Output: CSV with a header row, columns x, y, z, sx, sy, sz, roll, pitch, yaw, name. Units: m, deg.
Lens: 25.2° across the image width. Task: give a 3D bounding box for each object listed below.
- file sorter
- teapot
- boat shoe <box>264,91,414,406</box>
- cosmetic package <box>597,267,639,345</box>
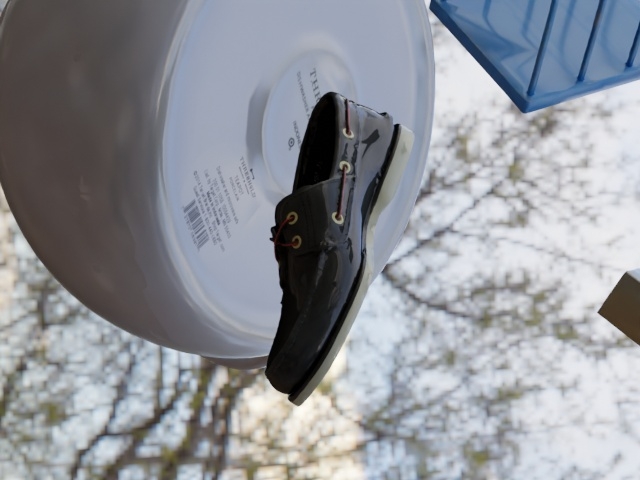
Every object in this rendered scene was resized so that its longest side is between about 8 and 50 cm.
x,y,z,sx,sy,sz,roll,pitch,yaw,name
0.179,-0.176,0.927,0.118,0.170,0.104,54,-28,36,file sorter
-0.074,-0.066,0.715,0.187,0.252,0.256,12,-91,37,teapot
-0.001,0.001,0.529,0.049,0.042,0.133,-46,-158,50,boat shoe
0.266,0.070,1.047,0.115,0.060,0.041,40,-70,23,cosmetic package
